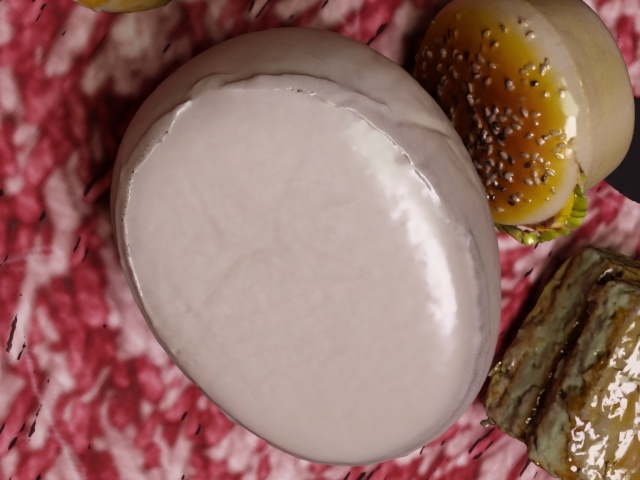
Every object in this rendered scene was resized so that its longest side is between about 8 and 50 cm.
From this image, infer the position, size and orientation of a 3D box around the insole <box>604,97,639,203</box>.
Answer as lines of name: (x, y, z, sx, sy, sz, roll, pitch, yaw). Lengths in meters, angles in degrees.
insole: (0.233, -0.040, 0.926, 0.188, 0.004, 0.064, 25, 96, -31)

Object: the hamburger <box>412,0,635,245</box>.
hamburger: (0.101, -0.066, 0.785, 0.081, 0.126, 0.141, -26, 140, -25)

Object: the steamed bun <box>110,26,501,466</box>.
steamed bun: (0.000, 0.000, 0.747, 0.177, 0.131, 0.228, -23, 110, 16)

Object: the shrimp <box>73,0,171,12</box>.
shrimp: (-0.106, -0.209, 0.679, 0.150, 0.051, 0.217, -43, 128, -10)

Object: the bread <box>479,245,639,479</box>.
bread: (0.212, 0.092, 0.909, 0.196, 0.102, 0.138, 20, 96, -29)
